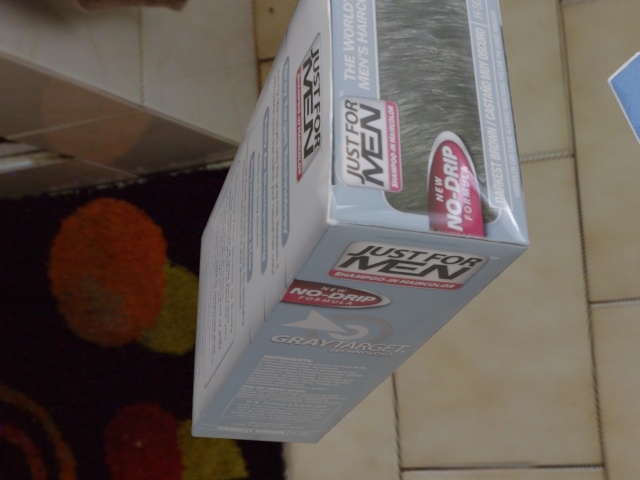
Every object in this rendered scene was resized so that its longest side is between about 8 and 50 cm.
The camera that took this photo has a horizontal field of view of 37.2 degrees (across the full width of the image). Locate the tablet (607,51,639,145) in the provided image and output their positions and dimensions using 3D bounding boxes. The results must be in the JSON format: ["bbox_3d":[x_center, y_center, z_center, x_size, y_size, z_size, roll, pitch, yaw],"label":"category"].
[{"bbox_3d":[0.330,-0.146,0.982,0.054,0.006,0.083,-41,112,-16],"label":"tablet"}]

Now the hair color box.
[{"bbox_3d":[0.000,0.000,0.659,0.113,0.374,0.185,7,62,-15],"label":"hair color box"}]
